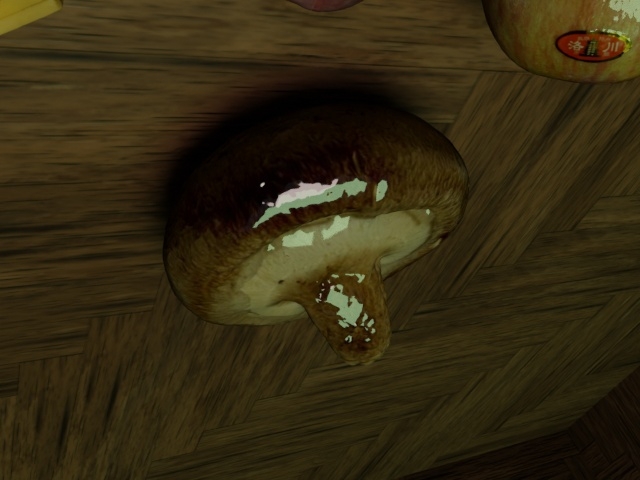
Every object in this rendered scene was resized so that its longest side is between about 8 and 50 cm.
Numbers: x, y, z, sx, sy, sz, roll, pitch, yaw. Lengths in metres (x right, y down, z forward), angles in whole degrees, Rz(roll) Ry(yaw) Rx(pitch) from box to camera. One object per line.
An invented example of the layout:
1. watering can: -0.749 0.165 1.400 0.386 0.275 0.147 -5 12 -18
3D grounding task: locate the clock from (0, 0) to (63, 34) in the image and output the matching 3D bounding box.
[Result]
1. clock: -0.186 -0.280 0.363 0.244 0.200 0.317 -24 138 -1

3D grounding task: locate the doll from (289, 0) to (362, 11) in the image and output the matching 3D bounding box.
1. doll: 0.023 -0.280 0.503 0.152 0.196 0.256 15 124 -22

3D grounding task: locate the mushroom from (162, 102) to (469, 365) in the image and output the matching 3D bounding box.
1. mushroom: -0.011 -0.020 0.830 0.345 0.239 0.345 -30 140 -29

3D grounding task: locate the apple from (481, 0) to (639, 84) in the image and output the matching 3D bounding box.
1. apple: 0.253 -0.248 0.676 0.211 0.211 0.188 -26 147 -1
